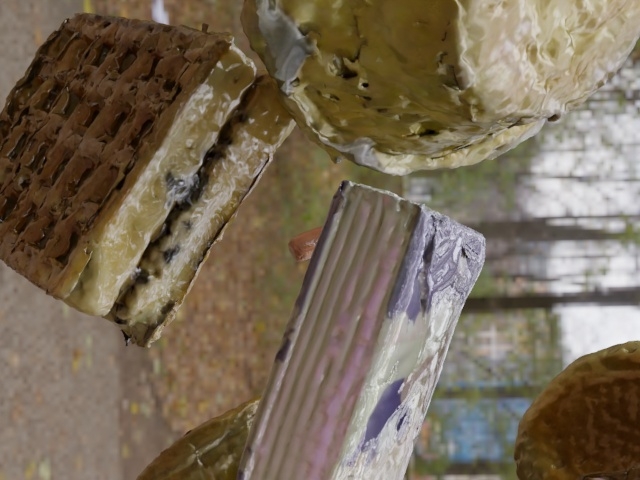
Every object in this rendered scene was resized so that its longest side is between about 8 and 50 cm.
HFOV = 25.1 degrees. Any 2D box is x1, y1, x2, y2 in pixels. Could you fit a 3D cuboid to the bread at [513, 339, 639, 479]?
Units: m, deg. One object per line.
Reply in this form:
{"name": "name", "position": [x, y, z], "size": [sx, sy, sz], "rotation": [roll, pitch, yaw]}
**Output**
{"name": "bread", "position": [0.337, 0.229, 1.535], "size": [0.134, 0.244, 0.244], "rotation": [47, 36, -48]}

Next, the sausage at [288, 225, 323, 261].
{"name": "sausage", "position": [0.000, 0.000, 1.791], "size": [0.034, 0.083, 0.034], "rotation": [55, -23, 38]}

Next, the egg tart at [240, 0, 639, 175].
{"name": "egg tart", "position": [0.105, -0.171, 0.858], "size": [0.132, 0.341, 0.341], "rotation": [37, -35, 38]}

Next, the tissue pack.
{"name": "tissue pack", "position": [0.042, 0.127, 1.434], "size": [0.344, 0.125, 0.242], "rotation": [-70, 160, 0]}

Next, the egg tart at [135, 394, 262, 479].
{"name": "egg tart", "position": [-0.080, 0.336, 1.699], "size": [0.153, 0.339, 0.351], "rotation": [53, -21, 42]}

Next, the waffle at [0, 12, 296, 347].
{"name": "waffle", "position": [-0.159, -0.059, 1.056], "size": [0.213, 0.091, 0.308], "rotation": [-58, -150, -6]}
